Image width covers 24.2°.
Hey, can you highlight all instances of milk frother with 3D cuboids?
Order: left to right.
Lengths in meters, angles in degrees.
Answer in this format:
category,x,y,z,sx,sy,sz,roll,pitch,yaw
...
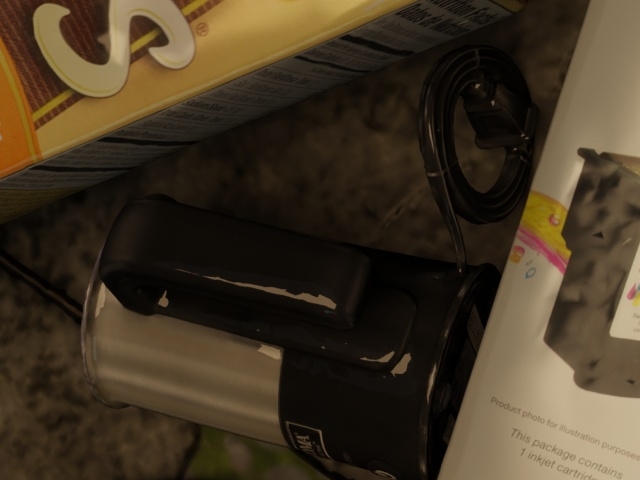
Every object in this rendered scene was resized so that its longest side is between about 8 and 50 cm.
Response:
category,x,y,z,sx,sy,sz,roll,pitch,yaw
milk frother,0.000,0.000,0.542,0.135,0.129,0.143,13,53,20

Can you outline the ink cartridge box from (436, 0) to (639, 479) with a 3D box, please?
category,x,y,z,sx,sy,sz,roll,pitch,yaw
ink cartridge box,0.108,0.016,0.474,0.072,0.127,0.175,19,97,22

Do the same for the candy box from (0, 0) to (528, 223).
category,x,y,z,sx,sy,sz,roll,pitch,yaw
candy box,-0.114,-0.105,0.490,0.316,0.087,0.182,-21,86,20
